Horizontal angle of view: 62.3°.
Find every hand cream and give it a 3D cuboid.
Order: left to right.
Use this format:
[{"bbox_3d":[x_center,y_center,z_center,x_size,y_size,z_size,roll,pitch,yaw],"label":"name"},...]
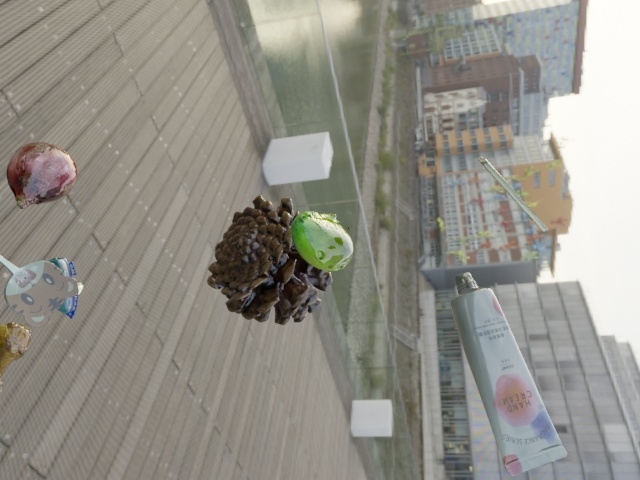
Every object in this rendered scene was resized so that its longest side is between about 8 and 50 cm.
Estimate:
[{"bbox_3d":[0.307,0.213,0.914,0.078,0.124,0.341,121,-44,-57],"label":"hand cream"}]

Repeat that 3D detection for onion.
[{"bbox_3d":[-0.705,-0.152,1.321,0.195,0.159,0.160,-80,160,-44],"label":"onion"}]

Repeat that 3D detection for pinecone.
[{"bbox_3d":[-0.110,0.079,1.533,0.384,0.384,0.385,-5,90,-77],"label":"pinecone"}]

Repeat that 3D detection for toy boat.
[{"bbox_3d":[-0.700,0.129,1.476,0.110,0.091,0.175,-21,104,-72],"label":"toy boat"}]

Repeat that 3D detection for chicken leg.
[{"bbox_3d":[-0.867,0.324,1.446,0.087,0.252,0.107,19,22,-36],"label":"chicken leg"}]

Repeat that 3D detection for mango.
[{"bbox_3d":[-0.001,0.001,1.086,0.178,0.100,0.119,30,30,-51],"label":"mango"}]

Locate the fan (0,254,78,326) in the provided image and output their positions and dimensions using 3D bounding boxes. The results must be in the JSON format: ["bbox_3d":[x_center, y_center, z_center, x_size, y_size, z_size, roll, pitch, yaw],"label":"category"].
[{"bbox_3d":[-0.706,0.089,1.265,0.227,0.008,0.153,48,51,-20],"label":"fan"}]

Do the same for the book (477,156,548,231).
[{"bbox_3d":[0.412,-0.106,1.155,0.192,0.013,0.168,48,17,0],"label":"book"}]
